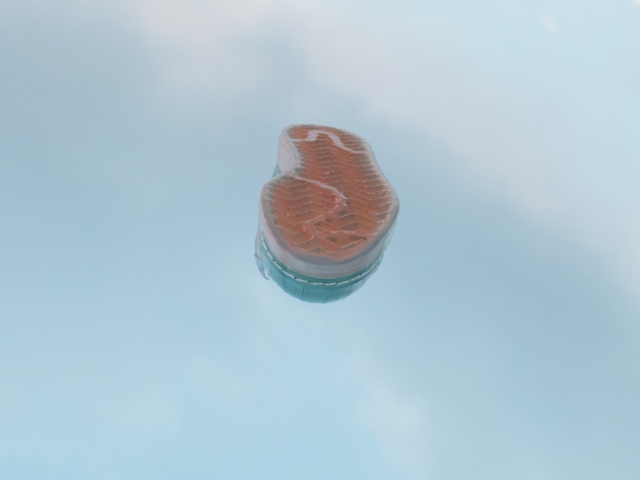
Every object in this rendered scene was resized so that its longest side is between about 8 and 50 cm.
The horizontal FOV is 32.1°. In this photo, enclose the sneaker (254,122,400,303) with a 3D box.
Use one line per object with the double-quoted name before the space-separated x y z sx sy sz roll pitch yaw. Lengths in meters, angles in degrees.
"sneaker" 0.000 0.000 0.900 0.108 0.121 0.302 8 -159 -1
